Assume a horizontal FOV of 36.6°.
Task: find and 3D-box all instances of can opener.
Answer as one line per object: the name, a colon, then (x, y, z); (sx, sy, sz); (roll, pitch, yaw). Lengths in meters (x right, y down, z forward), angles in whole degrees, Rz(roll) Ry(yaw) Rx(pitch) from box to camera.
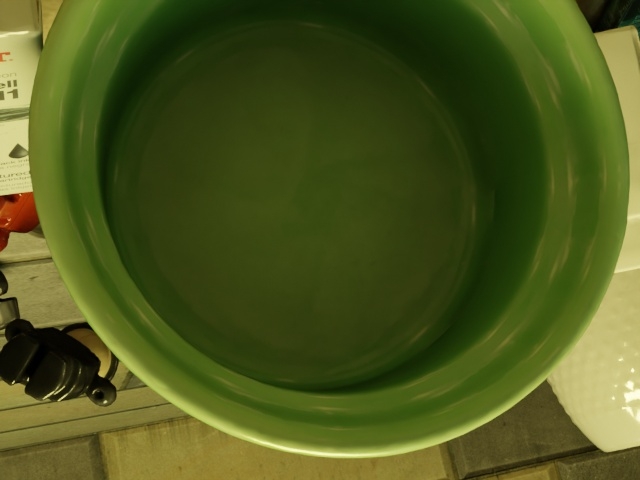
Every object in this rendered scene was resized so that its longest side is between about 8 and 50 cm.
can opener: (-0.400, 0.069, 1.045); (0.186, 0.073, 0.059); (-11, 176, 32)

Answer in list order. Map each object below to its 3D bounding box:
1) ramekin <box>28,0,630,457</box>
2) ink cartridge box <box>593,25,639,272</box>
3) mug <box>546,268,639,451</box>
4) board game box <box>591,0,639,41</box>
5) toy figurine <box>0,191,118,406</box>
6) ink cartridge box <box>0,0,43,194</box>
ramekin: (-0.001, -0.036, 0.541); (0.303, 0.304, 0.148); (-9, 172, -14)
ink cartridge box: (0.164, -0.048, 0.771); (0.171, 0.168, 0.232); (-13, 177, 6)
mug: (0.480, 0.114, 1.387); (0.374, 0.328, 0.276); (-7, 164, -21)
board game box: (0.278, -0.193, 0.692); (0.126, 0.026, 0.186); (-11, 165, -3)
toy figurine: (-0.152, 0.014, 0.755); (0.209, 0.213, 0.148); (-16, 174, 3)
ink cartridge box: (-0.230, -0.094, 0.527); (0.153, 0.087, 0.208); (-8, 164, -17)
